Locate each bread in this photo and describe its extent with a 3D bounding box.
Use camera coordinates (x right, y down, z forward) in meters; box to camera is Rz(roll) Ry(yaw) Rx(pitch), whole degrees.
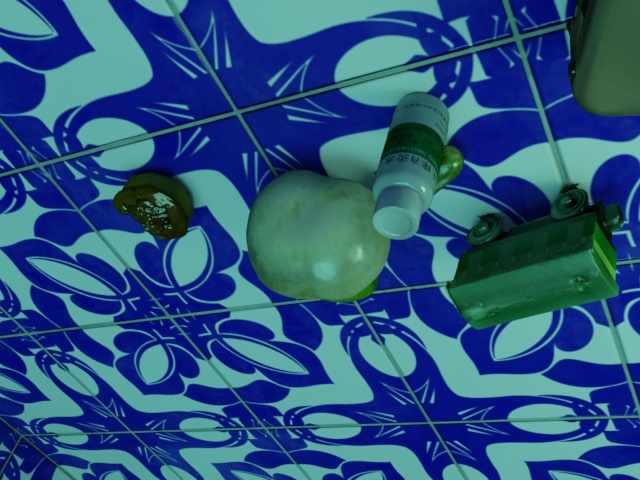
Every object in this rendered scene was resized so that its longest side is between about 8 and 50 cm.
[{"bbox_3d":[-0.320,-0.071,1.528,0.156,0.086,0.125,39,133,-23],"label":"bread"}]

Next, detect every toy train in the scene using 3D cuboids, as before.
[{"bbox_3d":[0.364,0.029,1.304,0.300,0.202,0.120,-20,121,36],"label":"toy train"}]

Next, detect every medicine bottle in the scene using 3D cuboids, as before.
[{"bbox_3d":[0.137,-0.116,1.183,0.095,0.260,0.095,10,140,9],"label":"medicine bottle"}]

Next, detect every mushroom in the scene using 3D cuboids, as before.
[{"bbox_3d":[0.000,0.000,1.389,0.253,0.260,0.234,-31,152,4],"label":"mushroom"}]

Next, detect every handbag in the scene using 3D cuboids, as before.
[{"bbox_3d":[0.458,-0.290,0.938,0.283,0.149,0.302,6,145,10],"label":"handbag"}]

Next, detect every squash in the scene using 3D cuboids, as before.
[{"bbox_3d":[0.168,-0.090,1.345,0.066,0.066,0.229,30,138,-13],"label":"squash"}]

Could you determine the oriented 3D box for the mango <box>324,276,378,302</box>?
[{"bbox_3d":[0.030,0.070,1.546,0.178,0.100,0.119,18,137,-11],"label":"mango"}]
